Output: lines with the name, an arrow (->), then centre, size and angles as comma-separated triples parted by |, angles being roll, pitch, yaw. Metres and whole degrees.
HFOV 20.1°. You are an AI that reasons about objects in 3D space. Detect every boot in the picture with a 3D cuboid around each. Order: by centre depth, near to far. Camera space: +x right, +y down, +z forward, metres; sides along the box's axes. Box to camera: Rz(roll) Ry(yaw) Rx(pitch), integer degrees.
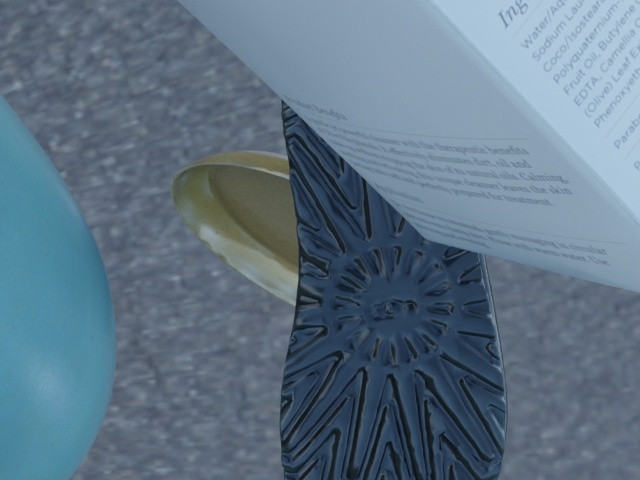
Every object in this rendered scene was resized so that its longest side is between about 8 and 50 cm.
boot -> 0.053, 0.015, 1.139 | 0.131, 0.260, 0.348 | 1, 98, 5

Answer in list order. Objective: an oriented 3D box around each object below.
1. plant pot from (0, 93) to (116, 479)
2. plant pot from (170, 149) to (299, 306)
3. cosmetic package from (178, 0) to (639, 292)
plant pot -> -0.250, 0.043, 0.993 | 0.235, 0.293, 0.293 | 50, 54, -47
plant pot -> 0.000, 0.000, 1.348 | 0.236, 0.236, 0.032 | 39, 67, -26
cosmetic package -> 0.012, -0.151, 0.620 | 0.365, 0.197, 0.155 | 44, 77, -28
